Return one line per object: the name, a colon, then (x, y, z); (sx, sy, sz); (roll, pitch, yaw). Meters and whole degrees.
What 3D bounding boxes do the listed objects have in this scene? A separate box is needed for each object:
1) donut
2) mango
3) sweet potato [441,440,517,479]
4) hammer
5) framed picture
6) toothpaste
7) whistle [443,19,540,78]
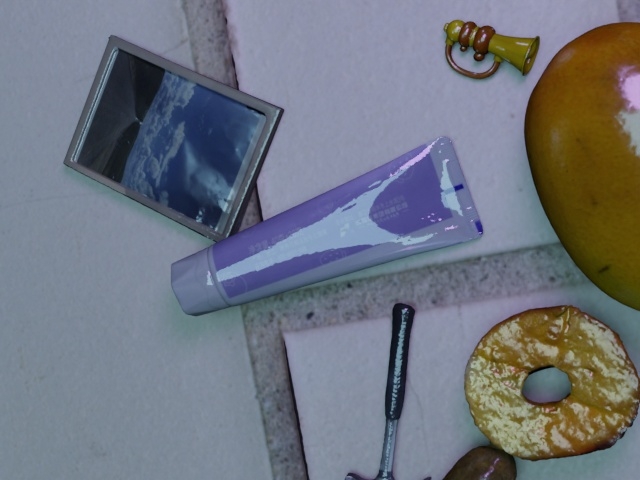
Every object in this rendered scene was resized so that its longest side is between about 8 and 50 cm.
donut: (0.259, 0.156, 1.061); (0.190, 0.075, 0.174); (-36, 85, 22)
mango: (0.323, -0.063, 0.958); (0.211, 0.173, 0.317); (-24, 87, 48)
sweet potato: (0.134, 0.341, 1.122); (0.075, 0.075, 0.273); (44, 110, 10)
hammer: (0.093, 0.198, 1.142); (0.103, 0.029, 0.246); (10, 96, 17)
framed picture: (-0.191, -0.129, 1.210); (0.260, 0.023, 0.189); (26, 100, 14)
toothpaste: (0.000, 0.000, 1.133); (0.371, 0.080, 0.125); (-21, 89, 13)
whistle: (0.190, -0.216, 1.075); (0.109, 0.057, 0.046); (20, 56, 24)
